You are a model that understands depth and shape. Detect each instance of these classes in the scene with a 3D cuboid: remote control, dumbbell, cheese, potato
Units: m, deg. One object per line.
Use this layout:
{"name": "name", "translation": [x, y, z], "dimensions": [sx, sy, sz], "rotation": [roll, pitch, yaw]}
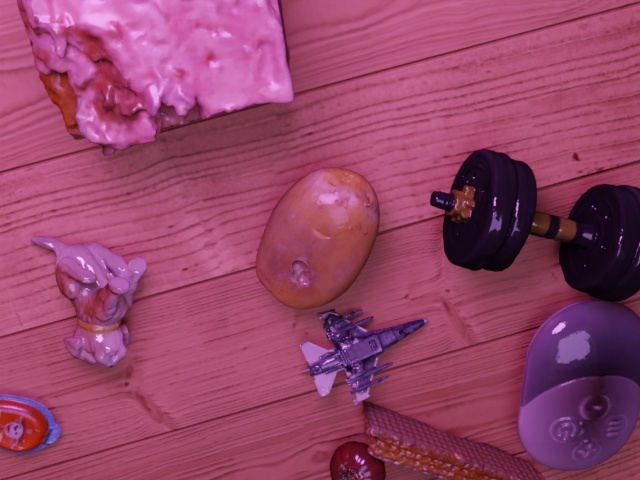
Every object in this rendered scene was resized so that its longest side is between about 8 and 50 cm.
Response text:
{"name": "remote control", "translation": [0.453, 0.254, 1.346], "dimensions": [0.221, 0.103, 0.332], "rotation": [-2, 109, -10]}
{"name": "dumbbell", "translation": [0.348, -0.021, 1.186], "dimensions": [0.388, 0.185, 0.185], "rotation": [13, 108, -12]}
{"name": "cheese", "translation": [-0.541, 0.276, 1.239], "dimensions": [0.256, 0.037, 0.106], "rotation": [23, 104, -17]}
{"name": "potato", "translation": [0.000, 0.000, 1.165], "dimensions": [0.150, 0.146, 0.234], "rotation": [43, 119, 24]}

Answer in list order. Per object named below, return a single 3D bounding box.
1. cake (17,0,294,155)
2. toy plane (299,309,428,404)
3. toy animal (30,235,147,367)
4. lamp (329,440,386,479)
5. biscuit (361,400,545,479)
{"name": "cake", "translation": [-0.196, -0.295, 0.946], "dimensions": [0.307, 0.293, 0.314], "rotation": [-9, 118, -3]}
{"name": "toy plane", "translation": [0.072, 0.175, 1.273], "dimensions": [0.234, 0.082, 0.160], "rotation": [-23, 85, 0]}
{"name": "toy animal", "translation": [-0.362, 0.095, 1.184], "dimensions": [0.184, 0.104, 0.185], "rotation": [22, 126, 13]}
{"name": "lamp", "translation": [0.064, 0.397, 1.348], "dimensions": [0.101, 0.090, 0.101], "rotation": [6, 105, 25]}
{"name": "biscuit", "translation": [0.237, 0.384, 1.366], "dimensions": [0.378, 0.094, 0.054], "rotation": [22, 106, -16]}
